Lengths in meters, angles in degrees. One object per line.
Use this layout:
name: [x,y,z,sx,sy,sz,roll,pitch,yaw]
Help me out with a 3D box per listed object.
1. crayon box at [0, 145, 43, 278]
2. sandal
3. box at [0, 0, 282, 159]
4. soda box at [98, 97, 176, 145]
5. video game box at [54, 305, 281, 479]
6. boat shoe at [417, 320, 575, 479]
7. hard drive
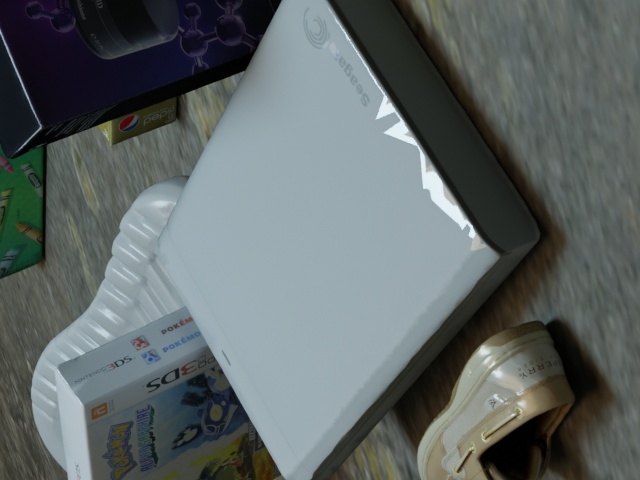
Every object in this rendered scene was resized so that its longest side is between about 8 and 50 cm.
crayon box: [-0.351,-0.098,1.680,0.165,0.081,0.278,56,155,24]
sandal: [-0.119,0.091,1.351,0.169,0.102,0.416,47,140,9]
box: [-0.147,-0.207,1.006,0.103,0.184,0.261,-20,93,65]
soda box: [-0.177,-0.160,1.274,0.181,0.058,0.061,52,153,30]
video game box: [-0.095,0.129,1.204,0.048,0.187,0.205,50,152,35]
boat shoe: [0.099,0.114,0.927,0.059,0.063,0.170,60,156,29]
hard drive: [0.000,0.000,0.999,0.203,0.040,0.307,59,146,18]
